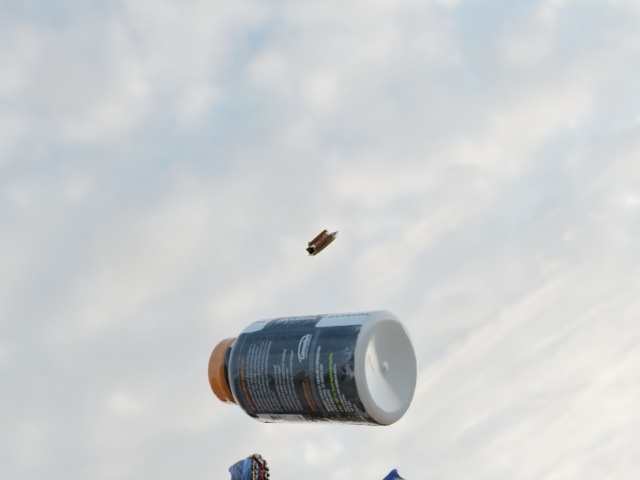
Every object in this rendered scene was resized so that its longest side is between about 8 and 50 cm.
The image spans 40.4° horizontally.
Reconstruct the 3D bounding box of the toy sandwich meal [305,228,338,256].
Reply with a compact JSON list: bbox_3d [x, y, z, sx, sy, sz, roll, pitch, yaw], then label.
[{"bbox_3d":[0.000,0.000,1.688,0.086,0.085,0.029,-38,-85,16],"label":"toy sandwich meal"}]

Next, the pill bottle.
[{"bbox_3d":[-0.019,0.153,1.032,0.246,0.130,0.130,-8,-32,37],"label":"pill bottle"}]

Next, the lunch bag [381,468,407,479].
[{"bbox_3d":[0.197,0.674,1.720,0.239,0.328,0.385,-36,-31,-17],"label":"lunch bag"}]

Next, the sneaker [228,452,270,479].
[{"bbox_3d":[-0.161,0.567,1.844,0.087,0.221,0.083,-18,-39,32],"label":"sneaker"}]
